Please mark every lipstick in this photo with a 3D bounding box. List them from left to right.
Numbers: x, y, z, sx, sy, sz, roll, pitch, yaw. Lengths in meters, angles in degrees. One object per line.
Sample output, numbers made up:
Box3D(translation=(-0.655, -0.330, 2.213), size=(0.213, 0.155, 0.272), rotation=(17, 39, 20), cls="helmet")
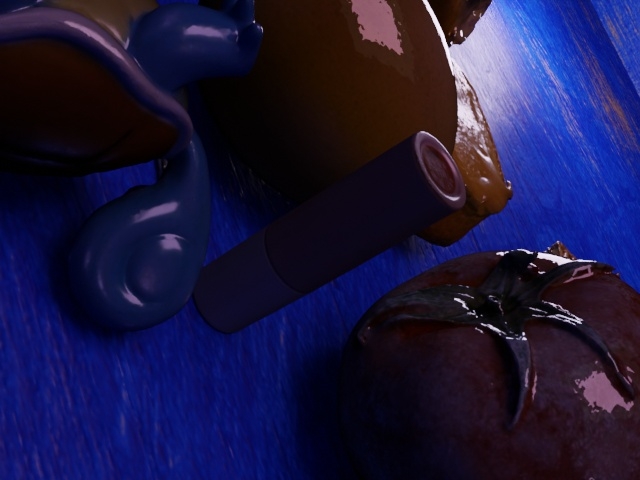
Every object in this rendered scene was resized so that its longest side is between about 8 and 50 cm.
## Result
Box3D(translation=(0.000, 0.000, 0.749), size=(0.070, 0.254, 0.070), rotation=(35, 39, -34), cls="lipstick")

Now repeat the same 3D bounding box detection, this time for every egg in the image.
Box3D(translation=(0.011, -0.166, 0.909), size=(0.322, 0.250, 0.250), rotation=(55, 31, -20), cls="egg")

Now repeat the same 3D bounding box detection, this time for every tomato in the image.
Box3D(translation=(0.173, 0.149, 0.822), size=(0.317, 0.316, 0.283), rotation=(-56, 141, -56), cls="tomato")

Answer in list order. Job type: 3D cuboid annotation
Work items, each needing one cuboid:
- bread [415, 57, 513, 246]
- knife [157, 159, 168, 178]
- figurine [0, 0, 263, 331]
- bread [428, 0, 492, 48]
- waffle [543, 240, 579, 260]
Box3D(translation=(0.143, -0.122, 1.160), size=(0.195, 0.142, 0.270), rotation=(26, 47, -46), cls="bread")
Box3D(translation=(-0.143, -0.070, 0.835), size=(0.028, 0.015, 0.210), rotation=(22, 48, -53), cls="knife")
Box3D(translation=(-0.203, -0.136, 0.644), size=(0.416, 0.243, 0.298), rotation=(47, -10, -26), cls="figurine")
Box3D(translation=(0.067, -0.417, 1.205), size=(0.389, 0.236, 0.183), rotation=(49, 46, -9), cls="bread")
Box3D(translation=(0.416, 0.083, 1.473), size=(0.102, 0.042, 0.148), rotation=(39, 37, -28), cls="waffle")
